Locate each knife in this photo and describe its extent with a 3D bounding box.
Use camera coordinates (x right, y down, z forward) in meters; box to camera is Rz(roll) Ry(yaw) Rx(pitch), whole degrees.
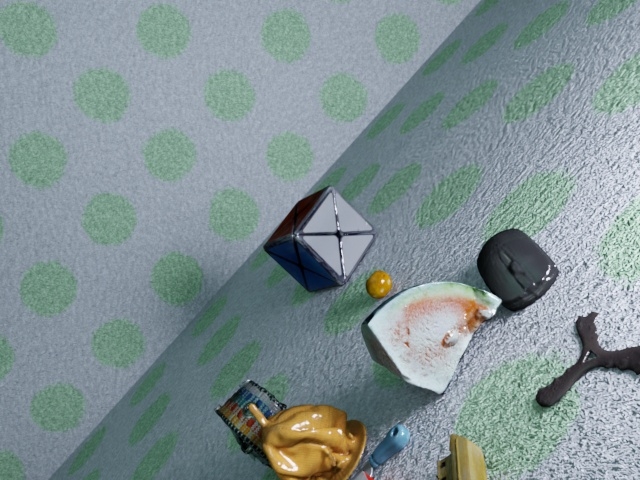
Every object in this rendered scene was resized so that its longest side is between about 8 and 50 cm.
[{"bbox_3d":[0.091,0.466,1.300,0.244,0.032,0.058,-49,20,9],"label":"knife"}]

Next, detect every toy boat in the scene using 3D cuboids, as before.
[{"bbox_3d":[0.228,0.402,1.046,0.077,0.057,0.201,-44,16,27],"label":"toy boat"}]

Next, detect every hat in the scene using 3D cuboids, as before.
[{"bbox_3d":[-0.068,0.422,1.405,0.234,0.233,0.244,-52,14,-9],"label":"hat"}]

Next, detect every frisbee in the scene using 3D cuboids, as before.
[{"bbox_3d":[0.447,0.186,1.083,0.211,0.012,0.187,-38,17,31],"label":"frisbee"}]

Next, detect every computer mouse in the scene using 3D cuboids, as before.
[{"bbox_3d":[0.408,0.044,1.397,0.137,0.086,0.270,-43,17,14],"label":"computer mouse"}]

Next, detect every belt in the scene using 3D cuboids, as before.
[{"bbox_3d":[-0.150,0.453,1.594,0.150,0.207,0.257,-45,1,-18],"label":"belt"}]

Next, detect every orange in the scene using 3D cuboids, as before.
[{"bbox_3d":[0.167,0.126,1.840,0.083,0.070,0.083,-49,4,4],"label":"orange"}]

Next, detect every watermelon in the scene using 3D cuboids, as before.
[{"bbox_3d":[0.206,0.202,1.315,0.319,0.289,0.214,-33,56,29],"label":"watermelon"}]

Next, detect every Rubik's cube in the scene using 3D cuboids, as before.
[{"bbox_3d":[0.000,0.000,2.243,0.255,0.260,0.259,-53,19,-27],"label":"Rubik's cube"}]

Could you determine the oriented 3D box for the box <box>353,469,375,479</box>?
[{"bbox_3d":[0.035,0.550,1.193,0.229,0.050,0.123,-48,14,-3],"label":"box"}]
